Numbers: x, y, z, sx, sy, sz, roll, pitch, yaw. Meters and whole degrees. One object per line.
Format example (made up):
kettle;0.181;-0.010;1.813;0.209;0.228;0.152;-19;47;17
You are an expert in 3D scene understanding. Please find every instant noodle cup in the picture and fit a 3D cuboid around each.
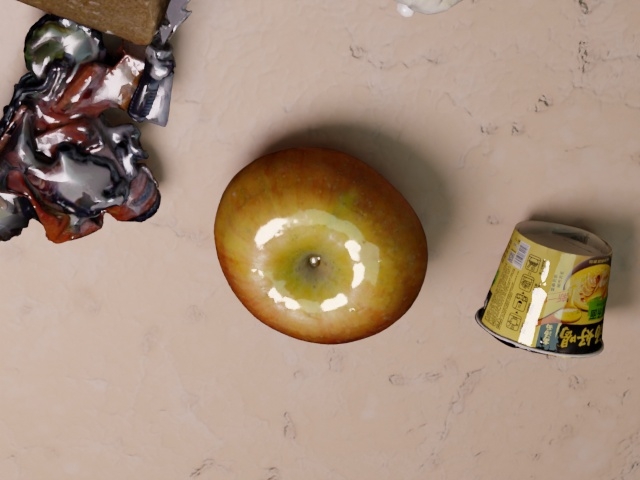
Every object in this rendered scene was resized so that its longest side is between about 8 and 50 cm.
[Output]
instant noodle cup;0.262;0.052;1.915;0.151;0.151;0.122;9;111;-10

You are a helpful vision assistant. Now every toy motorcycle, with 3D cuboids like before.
toy motorcycle;-0.226;-0.141;1.765;0.207;0.134;0.401;21;116;-16

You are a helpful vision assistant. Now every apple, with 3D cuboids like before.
apple;0.000;0.000;1.845;0.210;0.173;0.235;-34;107;17

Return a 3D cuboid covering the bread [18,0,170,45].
bread;-0.318;-0.322;1.543;0.416;0.165;0.113;19;142;-2

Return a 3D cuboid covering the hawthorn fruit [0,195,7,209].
hawthorn fruit;-0.486;-0.150;1.694;0.263;0.231;0.235;-10;107;-45

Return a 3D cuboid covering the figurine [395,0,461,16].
figurine;0.116;-0.338;1.700;0.182;0.144;0.257;8;117;-33
